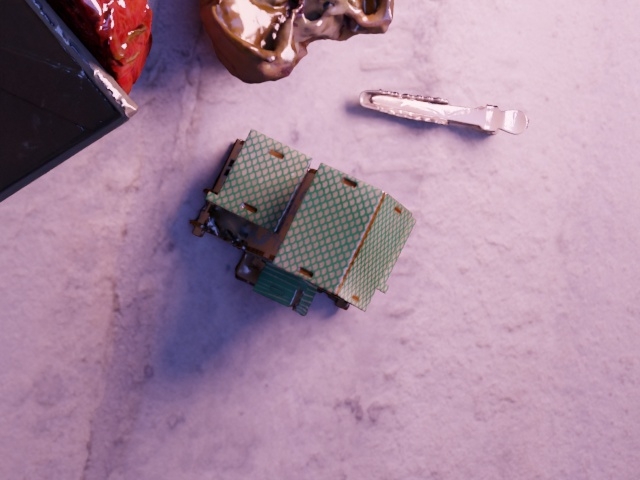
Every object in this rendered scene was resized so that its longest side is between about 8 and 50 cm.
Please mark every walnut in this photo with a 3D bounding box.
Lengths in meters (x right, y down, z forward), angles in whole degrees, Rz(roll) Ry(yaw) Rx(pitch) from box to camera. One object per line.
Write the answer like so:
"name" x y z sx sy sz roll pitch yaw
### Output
"walnut" -0.044 -0.293 1.735 0.238 0.141 0.204 -27 89 -25

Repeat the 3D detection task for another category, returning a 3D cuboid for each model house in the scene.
"model house" 0.000 0.000 1.753 0.271 0.206 0.178 31 82 -26

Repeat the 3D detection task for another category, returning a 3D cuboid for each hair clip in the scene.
"hair clip" 0.148 -0.163 1.896 0.226 0.072 0.034 7 89 -18

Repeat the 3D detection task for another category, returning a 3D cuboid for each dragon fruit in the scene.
"dragon fruit" -0.245 -0.300 1.596 0.152 0.205 0.317 -44 114 -16

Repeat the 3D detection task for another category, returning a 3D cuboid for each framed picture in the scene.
"framed picture" -0.375 -0.195 1.570 0.232 0.024 0.315 -29 114 23
